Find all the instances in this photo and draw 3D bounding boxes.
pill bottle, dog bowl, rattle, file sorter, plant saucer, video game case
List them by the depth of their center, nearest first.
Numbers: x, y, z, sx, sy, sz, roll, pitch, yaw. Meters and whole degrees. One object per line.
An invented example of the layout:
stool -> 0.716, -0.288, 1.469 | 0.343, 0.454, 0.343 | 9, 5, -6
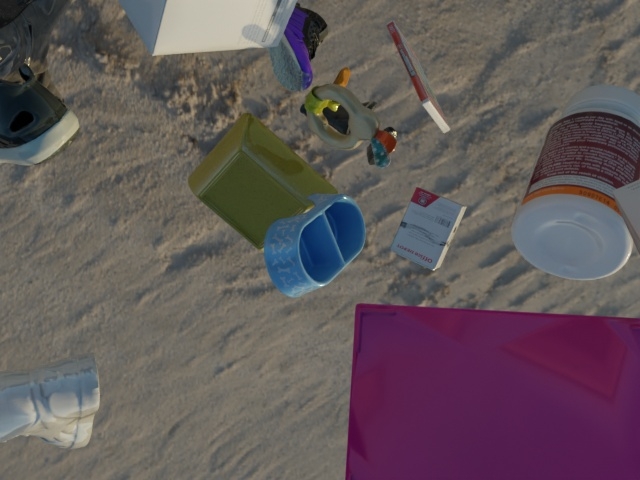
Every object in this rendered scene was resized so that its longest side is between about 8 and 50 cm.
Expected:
file sorter -> 0.195, 0.168, 0.594 | 0.291, 0.202, 0.182 | -1, 172, 39
rattle -> 0.081, -0.224, 1.187 | 0.143, 0.200, 0.130 | -31, 136, -50
pill bottle -> 0.553, -0.131, 1.358 | 0.224, 0.392, 0.224 | 21, 146, 15
dog bowl -> 0.000, 0.000, 1.374 | 0.074, 0.297, 0.165 | -11, 108, 36
plant saucer -> -0.173, -0.123, 1.770 | 0.333, 0.081, 0.333 | 41, 130, -11
video game case -> 0.276, -0.457, 1.848 | 0.025, 0.285, 0.204 | -27, 155, 19

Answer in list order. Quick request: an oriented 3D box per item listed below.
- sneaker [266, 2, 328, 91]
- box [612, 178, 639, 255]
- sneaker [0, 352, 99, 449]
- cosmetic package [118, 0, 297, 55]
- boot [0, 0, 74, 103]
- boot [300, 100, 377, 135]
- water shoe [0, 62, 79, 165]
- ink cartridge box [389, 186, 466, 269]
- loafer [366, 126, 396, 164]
sneaker -> -0.045, -0.436, 1.417 | 0.146, 0.293, 0.102 | -13, 142, -16
box -> 0.436, -0.006, 0.691 | 0.181, 0.182, 0.119 | -26, 115, 21
sneaker -> -0.408, 0.235, 0.918 | 0.169, 0.108, 0.292 | -6, 153, -26
cosmetic package -> -0.186, -0.406, 0.983 | 0.225, 0.224, 0.138 | -16, 153, -37
boot -> -0.519, -0.350, 1.198 | 0.118, 0.338, 0.222 | 9, 130, 24
boot -> 0.045, -0.291, 1.458 | 0.137, 0.198, 0.076 | 23, 111, 6
water shoe -> -0.296, -0.108, 0.571 | 0.203, 0.073, 0.080 | -3, 131, 28
ink cartridge box -> 0.233, -0.026, 1.423 | 0.109, 0.063, 0.150 | 26, 101, 18
loafer -> 0.170, -0.288, 1.927 | 0.062, 0.061, 0.170 | -13, 160, -25
